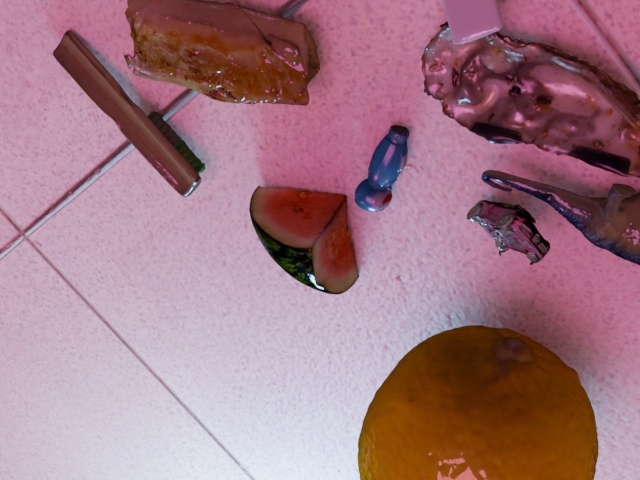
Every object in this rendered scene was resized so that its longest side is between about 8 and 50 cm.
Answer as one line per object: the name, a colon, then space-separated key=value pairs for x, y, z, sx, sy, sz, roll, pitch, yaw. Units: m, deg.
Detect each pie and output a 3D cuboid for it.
pie: x=-0.134 y=-0.242 z=1.300 sx=0.282 sy=0.068 sz=0.129 roll=13 pitch=127 yaw=21

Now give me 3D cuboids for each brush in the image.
brush: x=-0.265 y=-0.181 z=1.435 sx=0.282 sy=0.048 sz=0.054 roll=47 pitch=129 yaw=0

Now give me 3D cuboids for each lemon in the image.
lemon: x=0.202 y=0.277 z=1.339 sx=0.335 sy=0.336 sz=0.336 roll=14 pitch=129 yaw=19

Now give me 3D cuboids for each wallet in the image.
wallet: x=0.158 y=-0.281 z=1.116 sx=0.061 sy=0.025 sz=0.122 roll=-15 pitch=90 yaw=37

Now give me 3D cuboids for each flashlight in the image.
flashlight: x=0.080 y=-0.092 z=1.311 sx=0.051 sy=0.051 sz=0.129 roll=25 pitch=128 yaw=10

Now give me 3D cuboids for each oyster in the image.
oyster: x=0.265 y=-0.148 z=1.145 sx=0.345 sy=0.078 sz=0.129 roll=27 pitch=118 yaw=21

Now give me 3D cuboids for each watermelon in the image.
watermelon: x=-0.017 y=0.013 z=1.401 sx=0.137 sy=0.193 sz=0.145 roll=-18 pitch=126 yaw=-13

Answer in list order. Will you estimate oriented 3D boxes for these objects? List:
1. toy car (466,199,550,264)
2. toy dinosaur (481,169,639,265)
toy car: x=0.233 y=-0.016 z=1.243 sx=0.069 sy=0.055 sz=0.142 roll=44 pitch=175 yaw=-19
toy dinosaur: x=0.366 y=-0.015 z=1.196 sx=0.362 sy=0.076 sz=0.147 roll=30 pitch=136 yaw=2
